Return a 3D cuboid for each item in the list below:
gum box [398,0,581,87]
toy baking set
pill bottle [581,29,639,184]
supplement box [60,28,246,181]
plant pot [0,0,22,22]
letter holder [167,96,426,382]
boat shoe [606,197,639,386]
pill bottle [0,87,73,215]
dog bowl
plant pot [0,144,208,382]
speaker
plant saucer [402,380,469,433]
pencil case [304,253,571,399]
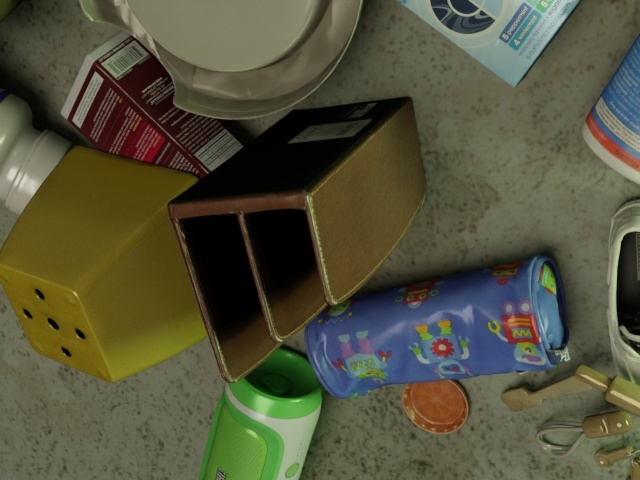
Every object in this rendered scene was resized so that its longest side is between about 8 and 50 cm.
[{"bbox_3d":[0.163,-0.265,1.120,0.184,0.041,0.157,39,123,5],"label":"gum box"},{"bbox_3d":[0.323,0.216,1.288,0.256,0.030,0.197,28,144,14],"label":"toy baking set"},{"bbox_3d":[0.352,-0.165,1.087,0.124,0.124,0.221,32,123,8],"label":"pill bottle"},{"bbox_3d":[-0.184,-0.117,1.360,0.239,0.073,0.130,45,143,0],"label":"supplement box"},{"bbox_3d":[-0.443,-0.314,1.316,0.263,0.229,0.263,10,116,21],"label":"plant pot"},{"bbox_3d":[0.000,0.000,1.215,0.152,0.302,0.214,-4,111,26],"label":"letter holder"},{"bbox_3d":[0.350,0.091,1.224,0.096,0.088,0.268,2,113,23],"label":"boat shoe"},{"bbox_3d":[-0.453,-0.135,1.430,0.272,0.152,0.152,28,123,-9],"label":"pill bottle"},{"bbox_3d":[-0.098,-0.310,1.237,0.348,0.102,0.349,10,116,20],"label":"dog bowl"},{"bbox_3d":[-0.251,0.040,1.359,0.212,0.187,0.212,15,135,34],"label":"plant pot"},{"bbox_3d":[-0.085,0.286,1.488,0.131,0.131,0.296,23,120,13],"label":"speaker"},{"bbox_3d":[0.141,0.197,1.411,0.083,0.013,0.083,9,116,20],"label":"plant saucer"},{"bbox_3d":[0.136,0.105,1.310,0.306,0.119,0.133,-13,115,28],"label":"pencil case"}]
